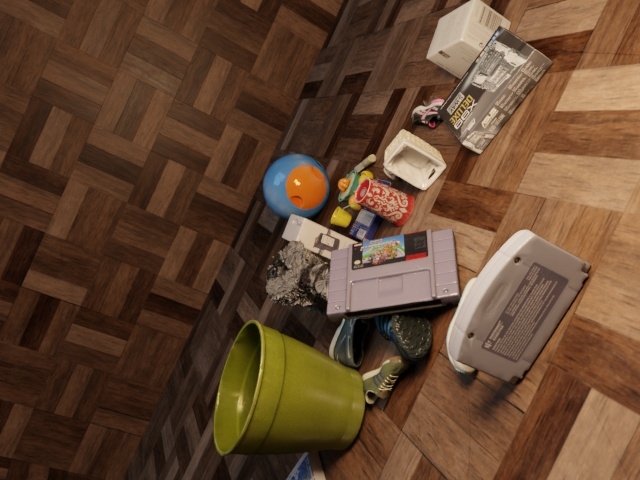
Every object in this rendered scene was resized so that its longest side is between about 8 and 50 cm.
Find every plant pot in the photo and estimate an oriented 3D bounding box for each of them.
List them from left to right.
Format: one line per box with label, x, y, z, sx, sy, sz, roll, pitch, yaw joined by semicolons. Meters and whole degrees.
plant pot;-0.076;0.448;1.658;0.366;0.352;0.367;-51;29;43

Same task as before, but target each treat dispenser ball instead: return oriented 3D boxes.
treat dispenser ball;-0.103;-0.227;2.498;0.288;0.288;0.288;-48;28;37

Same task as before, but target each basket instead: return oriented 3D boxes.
basket;0.290;-0.255;1.815;0.113;0.167;0.103;-50;22;33

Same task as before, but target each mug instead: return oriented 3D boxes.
mug;0.194;-0.125;1.889;0.150;0.169;0.113;-14;56;62

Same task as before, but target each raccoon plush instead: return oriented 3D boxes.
raccoon plush;0.014;0.185;1.908;0.216;0.299;0.446;-56;36;3

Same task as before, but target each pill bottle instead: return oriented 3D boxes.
pill bottle;0.275;-0.269;1.986;0.120;0.067;0.067;-51;27;32

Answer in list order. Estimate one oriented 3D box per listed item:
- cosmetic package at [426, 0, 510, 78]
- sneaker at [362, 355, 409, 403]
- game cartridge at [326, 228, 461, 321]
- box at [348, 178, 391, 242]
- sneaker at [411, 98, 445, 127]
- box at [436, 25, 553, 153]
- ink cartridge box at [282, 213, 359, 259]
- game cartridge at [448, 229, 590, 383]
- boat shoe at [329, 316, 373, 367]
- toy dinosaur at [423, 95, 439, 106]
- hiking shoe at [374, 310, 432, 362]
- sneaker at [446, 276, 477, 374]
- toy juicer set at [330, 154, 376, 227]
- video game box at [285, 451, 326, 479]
cosmetic package;0.460;-0.626;1.821;0.183;0.151;0.152;-4;65;66
sneaker;0.177;0.383;1.568;0.192;0.064;0.086;-44;35;47
game cartridge;0.192;0.089;1.575;0.354;0.068;0.230;-11;52;18
box;0.185;-0.105;2.063;0.225;0.036;0.136;-65;22;4
sneaker;0.361;-0.410;1.941;0.178;0.071;0.077;160;120;-68
box;0.486;-0.432;1.668;0.307;0.076;0.242;-54;25;25
ink cartridge box;0.000;0.000;2.106;0.100;0.237;0.172;-66;22;-1
game cartridge;0.388;0.133;1.166;0.294;0.196;0.060;-61;23;10
boat shoe;0.130;0.236;1.781;0.099;0.116;0.320;17;84;48
toy dinosaur;0.375;-0.455;1.990;0.082;0.047;0.090;111;156;-45
hiking shoe;0.221;0.237;1.590;0.304;0.113;0.132;-104;21;-57
sneaker;0.357;0.193;1.322;0.092;0.087;0.229;-5;65;63
toy juicer set;0.125;-0.224;2.199;0.209;0.089;0.329;-49;20;52
video game box;-0.049;0.755;1.714;0.187;0.048;0.205;-62;22;17
